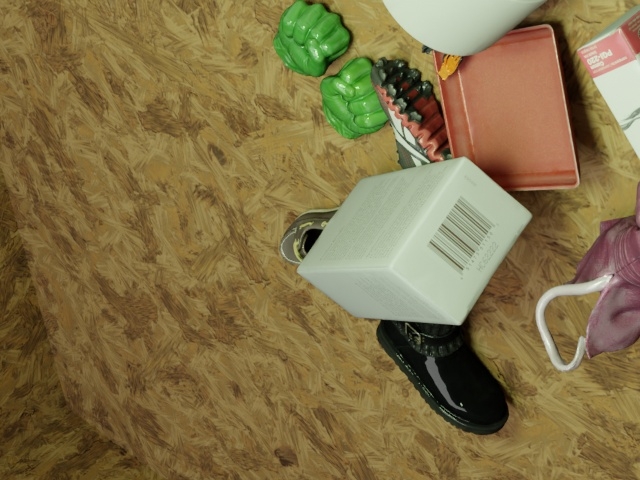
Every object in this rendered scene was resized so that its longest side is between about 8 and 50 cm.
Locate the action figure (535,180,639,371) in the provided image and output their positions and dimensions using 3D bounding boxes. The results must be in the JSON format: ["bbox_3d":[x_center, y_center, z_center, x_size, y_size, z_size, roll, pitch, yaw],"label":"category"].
[{"bbox_3d":[0.476,0.015,1.799,0.370,0.275,0.248,111,136,-70],"label":"action figure"}]

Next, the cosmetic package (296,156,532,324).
[{"bbox_3d":[0.148,0.008,2.093,0.161,0.230,0.453,39,167,-15],"label":"cosmetic package"}]

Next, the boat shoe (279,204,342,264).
[{"bbox_3d":[0.000,0.000,2.506,0.324,0.096,0.117,-15,108,54],"label":"boat shoe"}]

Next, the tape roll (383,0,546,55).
[{"bbox_3d":[0.219,-0.414,1.742,0.246,0.246,0.169,53,147,0],"label":"tape roll"}]

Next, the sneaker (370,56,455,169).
[{"bbox_3d":[0.168,-0.194,2.130,0.276,0.097,0.135,51,144,-1],"label":"sneaker"}]

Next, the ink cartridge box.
[{"bbox_3d":[0.480,-0.219,1.683,0.218,0.158,0.092,57,144,-6],"label":"ink cartridge box"}]

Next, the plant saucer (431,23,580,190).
[{"bbox_3d":[0.309,-0.210,1.953,0.259,0.047,0.259,0,106,51],"label":"plant saucer"}]

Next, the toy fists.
[{"bbox_3d":[0.022,-0.313,2.200,0.279,0.096,0.142,53,145,1],"label":"toy fists"}]

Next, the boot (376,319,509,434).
[{"bbox_3d":[0.257,0.203,2.356,0.348,0.131,0.260,42,145,16],"label":"boot"}]

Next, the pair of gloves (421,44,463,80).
[{"bbox_3d":[0.201,-0.314,1.990,0.083,0.010,0.074,58,141,16],"label":"pair of gloves"}]
